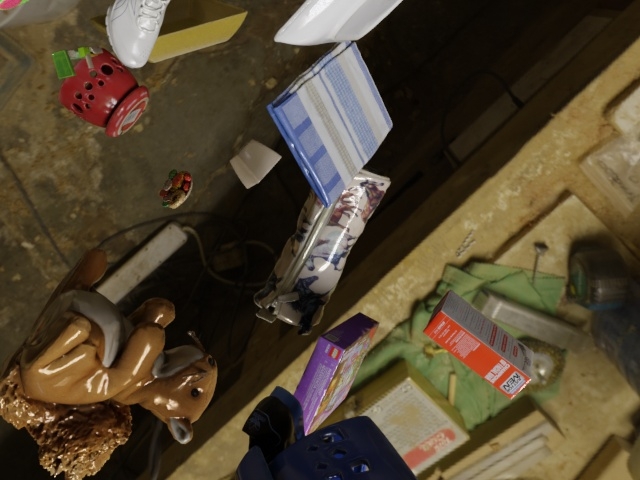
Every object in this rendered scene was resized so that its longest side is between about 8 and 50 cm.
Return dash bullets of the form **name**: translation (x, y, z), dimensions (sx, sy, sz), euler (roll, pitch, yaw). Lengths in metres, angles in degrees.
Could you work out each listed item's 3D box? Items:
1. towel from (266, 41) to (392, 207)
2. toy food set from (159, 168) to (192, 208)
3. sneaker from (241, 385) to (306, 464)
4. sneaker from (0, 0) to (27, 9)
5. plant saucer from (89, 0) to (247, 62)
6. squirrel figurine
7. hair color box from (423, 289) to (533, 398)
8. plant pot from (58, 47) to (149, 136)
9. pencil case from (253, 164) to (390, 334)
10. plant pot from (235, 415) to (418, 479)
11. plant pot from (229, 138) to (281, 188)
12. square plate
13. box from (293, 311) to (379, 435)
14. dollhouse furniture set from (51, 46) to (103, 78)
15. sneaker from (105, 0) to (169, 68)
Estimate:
- **towel**: translation (0.028, -0.218, 1.045), dimensions (0.034, 0.285, 0.209), euler (-8, 124, 40)
- **toy food set**: translation (-0.286, -0.102, 1.166), dimensions (0.020, 0.083, 0.083), euler (32, 77, -47)
- **sneaker**: translation (-0.064, 0.333, 0.926), dimensions (0.081, 0.090, 0.232), euler (18, 135, 39)
- **sneaker**: translation (-0.916, -0.665, 1.503), dimensions (0.483, 0.185, 0.202), euler (-36, 83, -9)
- **plant saucer**: translation (-0.414, -0.582, 1.621), dimensions (0.333, 0.333, 0.080), euler (-28, 132, -26)
- **squirrel figurine**: translation (-0.422, 0.288, 1.203), dimensions (0.370, 0.281, 0.397), euler (38, 97, -28)
- **hair color box**: translation (0.251, 0.161, 0.931), dimensions (0.167, 0.093, 0.053), euler (37, 116, 8)
- **plant pot**: translation (-0.570, -0.391, 1.584), dimensions (0.174, 0.191, 0.191), euler (36, 107, -8)
- **pencil case**: translation (0.000, 0.000, 1.297), dimensions (0.160, 0.183, 0.410), euler (28, 104, 6)
- **plant pot**: translation (0.005, 0.400, 0.777), dimensions (0.212, 0.236, 0.235), euler (-3, 108, -18)
- **plant pot**: translation (-0.195, -0.228, 1.696), dimensions (0.096, 0.109, 0.109), euler (45, 69, -15)
- **square plate**: translation (0.116, -0.376, 0.775), dimensions (0.347, 0.344, 0.049), euler (-39, 95, 22)
- **box**: translation (0.027, 0.267, 1.202), dimensions (0.057, 0.293, 0.200), euler (27, 100, 16)
- **dollhouse furniture set**: translation (-0.568, -0.418, 1.386), dimensions (0.076, 0.151, 0.058), euler (-10, 108, 7)
- **sneaker**: translation (-0.380, -0.522, 1.274), dimensions (0.111, 0.129, 0.296), euler (5, 101, -43)
